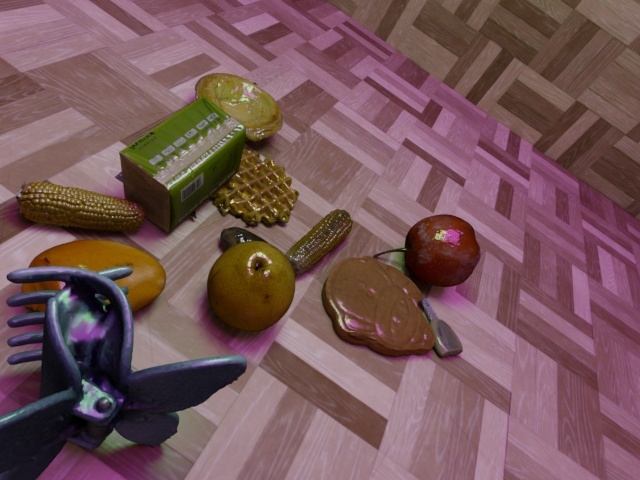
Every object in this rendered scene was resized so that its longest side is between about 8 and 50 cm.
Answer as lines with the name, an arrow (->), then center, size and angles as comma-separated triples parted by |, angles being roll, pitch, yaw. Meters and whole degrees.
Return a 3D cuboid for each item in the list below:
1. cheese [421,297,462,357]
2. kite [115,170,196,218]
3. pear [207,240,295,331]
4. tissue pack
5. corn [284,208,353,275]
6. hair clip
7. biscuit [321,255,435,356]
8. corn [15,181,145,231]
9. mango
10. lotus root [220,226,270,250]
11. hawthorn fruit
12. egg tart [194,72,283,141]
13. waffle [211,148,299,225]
cheese -> 0.345, 0.251, 1.396 | 0.097, 0.037, 0.192 | 2, 50, -35
kite -> -0.432, -0.185, 1.282 | 0.234, 0.016, 0.321 | -9, 63, -23
pear -> -0.153, 0.100, 1.083 | 0.209, 0.209, 0.209 | 19, 43, -18
tissue pack -> -0.339, -0.191, 1.184 | 0.167, 0.200, 0.275 | 36, 56, 4
corn -> 0.000, 0.000, 1.365 | 0.097, 0.097, 0.320 | 41, 43, 7
hair clip -> -0.368, 0.209, 0.746 | 0.392, 0.318, 0.238 | -9, 56, -37
biscuit -> 0.171, 0.178, 1.336 | 0.351, 0.057, 0.312 | 25, 43, -11
corn -> -0.537, -0.072, 1.073 | 0.260, 0.091, 0.091 | 8, 83, -29
mango -> -0.437, 0.075, 0.962 | 0.187, 0.138, 0.257 | 30, 23, 22
lotus root -> -0.182, 0.023, 1.226 | 0.179, 0.080, 0.089 | 34, 40, 0
hawthorn fruit -> 0.371, 0.033, 1.470 | 0.263, 0.235, 0.231 | -15, 59, -44
egg tart -> -0.275, -0.423, 1.566 | 0.315, 0.120, 0.315 | 18, 45, -19
waffle -> -0.213, -0.170, 1.407 | 0.329, 0.062, 0.329 | 19, 43, -19
